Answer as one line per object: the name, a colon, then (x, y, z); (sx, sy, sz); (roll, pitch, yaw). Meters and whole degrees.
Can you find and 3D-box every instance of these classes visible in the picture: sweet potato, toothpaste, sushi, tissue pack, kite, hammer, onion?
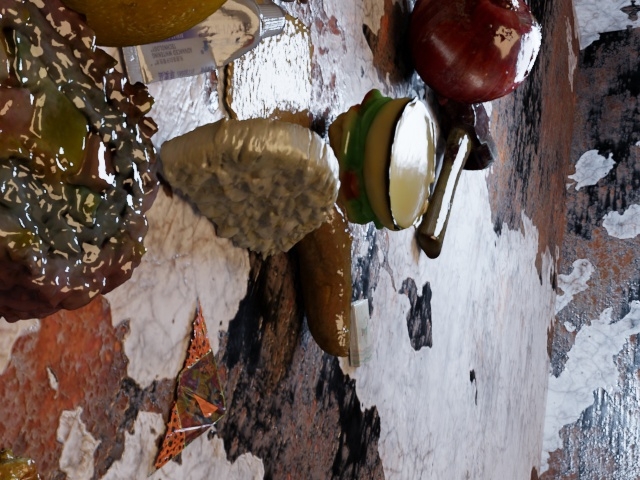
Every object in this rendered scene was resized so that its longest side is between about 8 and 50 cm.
sweet potato: (0.001, 0.001, 1.229); (0.114, 0.092, 0.342); (-52, 134, -63)
toothpaste: (-0.140, -0.261, 1.013); (0.282, 0.068, 0.099); (-26, 84, -52)
sushi: (-0.264, -0.062, 0.638); (0.270, 0.170, 0.237); (53, 44, -45)
tissue pack: (0.067, 0.157, 1.419); (0.056, 0.023, 0.108); (-18, 103, -62)
kite: (-0.146, 0.194, 1.026); (0.125, 0.008, 0.222); (50, 46, -54)
hammer: (0.275, -0.144, 1.803); (0.242, 0.095, 0.409); (58, 45, -44)
onion: (0.308, -0.408, 1.665); (0.276, 0.276, 0.276); (8, 81, -62)

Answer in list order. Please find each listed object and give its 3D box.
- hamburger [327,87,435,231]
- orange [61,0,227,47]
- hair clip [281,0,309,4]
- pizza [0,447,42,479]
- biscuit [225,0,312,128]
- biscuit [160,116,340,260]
hamburger: (0.087, -0.129, 1.348); (0.237, 0.148, 0.237); (-25, 119, -58)
orange: (-0.176, -0.299, 0.711); (0.274, 0.274, 0.274); (8, 81, -62)
hair clip: (-0.007, -0.436, 1.269); (0.300, 0.069, 0.173); (-9, 96, -62)
pizza: (-0.283, 0.244, 0.709); (0.175, 0.046, 0.134); (40, 54, -55)
biscuit: (-0.069, -0.230, 1.194); (0.232, 0.013, 0.237); (18, 72, -62)
biscuit: (-0.064, -0.074, 1.042); (0.281, 0.179, 0.084); (50, 24, -60)
